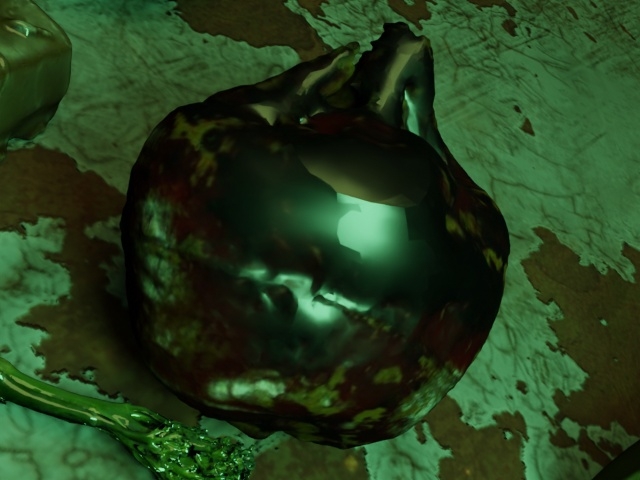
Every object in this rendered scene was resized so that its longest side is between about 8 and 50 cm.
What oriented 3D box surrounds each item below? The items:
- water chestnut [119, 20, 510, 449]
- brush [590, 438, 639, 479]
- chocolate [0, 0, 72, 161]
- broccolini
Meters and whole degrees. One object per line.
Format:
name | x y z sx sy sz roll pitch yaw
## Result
water chestnut | 0.000 0.000 0.668 0.289 0.244 0.289 19 46 -20
brush | 0.288 0.189 0.797 0.197 0.123 0.059 -19 70 -45
chocolate | -0.292 -0.163 0.724 0.214 0.093 0.148 40 41 2
broccolini | -0.154 0.106 0.614 0.239 0.051 0.054 25 16 -5
